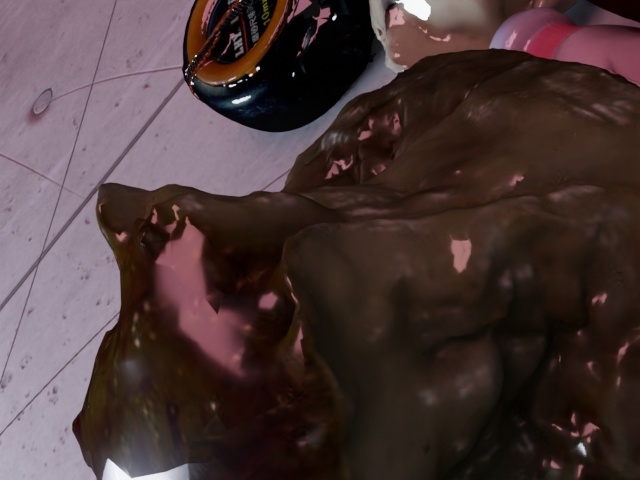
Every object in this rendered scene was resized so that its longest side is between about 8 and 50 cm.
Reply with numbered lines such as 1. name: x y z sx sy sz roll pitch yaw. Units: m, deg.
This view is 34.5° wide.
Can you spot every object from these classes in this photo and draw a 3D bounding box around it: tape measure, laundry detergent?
1. tape measure: -0.041 -0.219 1.070 0.223 0.135 0.202 -31 56 31
2. laundry detergent: 0.236 -0.095 0.694 0.335 0.159 0.087 35 120 55

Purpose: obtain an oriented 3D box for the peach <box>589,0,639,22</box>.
1. peach: 0.283 -0.303 0.622 0.388 0.388 0.388 -25 48 32

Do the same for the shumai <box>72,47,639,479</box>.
1. shumai: 0.022 0.052 0.606 0.397 0.324 0.324 16 109 52

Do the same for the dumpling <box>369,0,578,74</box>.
1. dumpling: 0.158 -0.268 0.912 0.243 0.187 0.318 2 74 4
